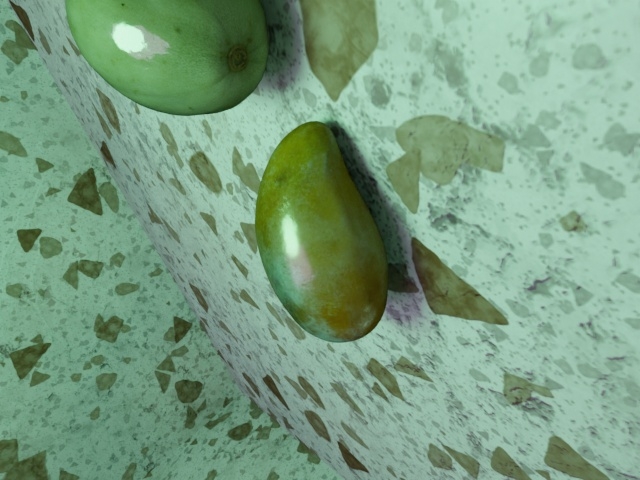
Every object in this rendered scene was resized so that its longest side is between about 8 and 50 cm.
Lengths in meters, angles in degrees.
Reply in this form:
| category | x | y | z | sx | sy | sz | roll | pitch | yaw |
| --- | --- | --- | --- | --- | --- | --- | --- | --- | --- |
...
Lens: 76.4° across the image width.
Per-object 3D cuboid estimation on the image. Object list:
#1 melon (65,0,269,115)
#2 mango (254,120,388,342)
| category | x | y | z | sx | sy | sz | roll | pitch | yaw |
| --- | --- | --- | --- | --- | --- | --- | --- | --- | --- |
| melon | -0.221 | -0.317 | 0.605 | 0.308 | 0.271 | 0.272 | 35 | 150 | -2 |
| mango | 0.000 | 0.000 | 0.681 | 0.221 | 0.199 | 0.383 | 18 | 123 | 56 |
